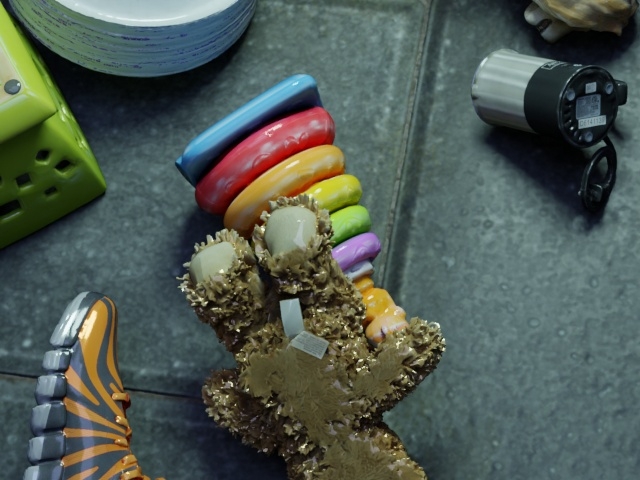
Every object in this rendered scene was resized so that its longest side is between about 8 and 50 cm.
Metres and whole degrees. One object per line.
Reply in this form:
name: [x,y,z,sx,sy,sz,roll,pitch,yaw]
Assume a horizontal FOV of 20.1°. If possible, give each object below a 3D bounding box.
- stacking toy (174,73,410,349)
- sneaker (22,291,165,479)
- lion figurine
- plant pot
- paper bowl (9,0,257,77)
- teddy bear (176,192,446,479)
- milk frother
stacking toy: [0.000,0.000,1.817,0.165,0.175,0.302,-34,80,-2]
sneaker: [-0.190,0.214,1.755,0.180,0.124,0.321,6,77,6]
lion figurine: [0.224,-0.405,1.947,0.240,0.142,0.392,13,58,-25]
plant pot: [-0.382,-0.129,1.878,0.227,0.207,0.228,-28,66,-6]
paper bowl: [-0.198,-0.326,1.932,0.284,0.148,0.284,5,56,-7]
teddy bear: [-0.005,0.123,1.730,0.245,0.113,0.338,-43,81,10]
milk frother: [0.239,-0.115,1.855,0.134,0.129,0.143,20,99,52]
